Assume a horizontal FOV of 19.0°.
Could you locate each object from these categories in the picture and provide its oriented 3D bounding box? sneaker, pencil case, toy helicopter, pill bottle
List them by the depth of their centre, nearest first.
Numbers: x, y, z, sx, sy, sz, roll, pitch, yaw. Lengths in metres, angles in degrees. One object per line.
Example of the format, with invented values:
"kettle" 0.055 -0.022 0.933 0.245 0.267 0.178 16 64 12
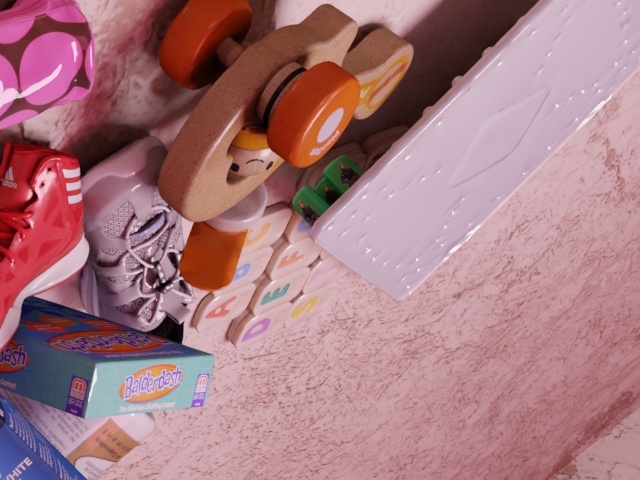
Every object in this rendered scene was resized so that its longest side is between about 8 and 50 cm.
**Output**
"pencil case" -0.247 -0.111 1.256 0.209 0.095 0.098 -25 137 -40
"sneaker" -0.250 -0.001 1.425 0.221 0.087 0.128 -54 153 -53
"toy helicopter" -0.022 -0.097 1.594 0.355 0.140 0.235 -29 151 -58
"sneaker" -0.142 0.014 1.612 0.105 0.115 0.281 -34 157 -18
"pill bottle" -0.272 0.191 1.705 0.229 0.131 0.131 -40 158 -2

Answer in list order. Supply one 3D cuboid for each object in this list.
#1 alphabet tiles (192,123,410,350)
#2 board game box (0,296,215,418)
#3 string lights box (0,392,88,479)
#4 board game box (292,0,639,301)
"alphabet tiles" 0.000 0.000 1.941 0.278 0.021 0.284 -22 151 -39
"board game box" -0.215 0.087 1.516 0.160 0.210 0.047 2 103 -60
"string lights box" -0.244 0.206 1.575 0.077 0.259 0.133 -43 -164 -3
"board game box" 0.163 -0.117 1.897 0.390 0.050 0.390 -44 162 3
